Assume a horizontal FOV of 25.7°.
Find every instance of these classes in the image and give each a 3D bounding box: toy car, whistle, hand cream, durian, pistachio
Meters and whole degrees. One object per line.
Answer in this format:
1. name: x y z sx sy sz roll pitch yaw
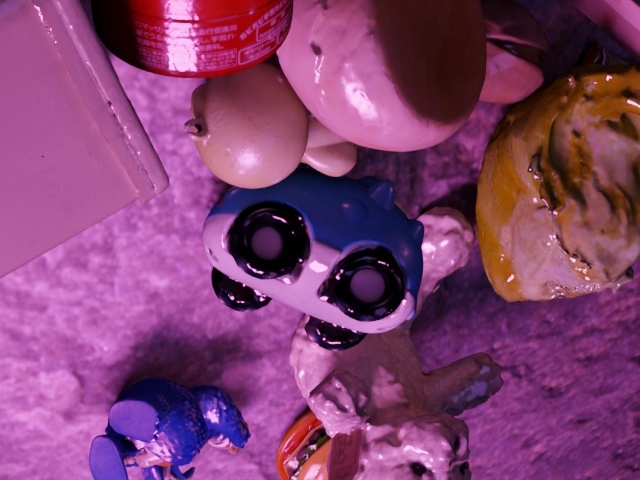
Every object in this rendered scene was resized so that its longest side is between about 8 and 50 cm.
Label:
1. toy car: 0.000 0.000 1.566 0.188 0.255 0.190 123 -13 -69
2. whistle: -0.025 -0.122 1.506 0.294 0.141 0.141 -2 126 -47
3. hand cream: -0.116 -0.246 1.266 0.193 0.193 0.125 -19 136 -25
4. durian: 0.294 -0.058 1.723 0.204 0.255 0.340 8 164 -22
5. pistachio: 0.195 -0.216 1.606 0.124 0.124 0.185 -53 147 13

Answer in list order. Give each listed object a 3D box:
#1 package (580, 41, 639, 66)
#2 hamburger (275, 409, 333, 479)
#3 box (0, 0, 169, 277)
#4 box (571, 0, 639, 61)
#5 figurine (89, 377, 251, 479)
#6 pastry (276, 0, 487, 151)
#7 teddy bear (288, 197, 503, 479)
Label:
1. package: 0.364 -0.196 1.817 0.121 0.031 0.108 11 118 -42
2. hamburger: 0.017 0.297 1.908 0.162 0.115 0.162 -23 136 -25
3. box: -0.348 -0.093 1.194 0.344 0.177 0.352 -32 152 -7
4. box: 0.423 -0.277 1.709 0.201 0.141 0.058 -4 132 -35
5. figurine: -0.178 0.226 1.703 0.164 0.121 0.262 -40 157 8
6. pastry: 0.065 -0.215 1.417 0.265 0.133 0.265 3 86 -48
7. teddy bear: 0.129 0.198 1.724 0.327 0.362 0.375 9 120 -44
